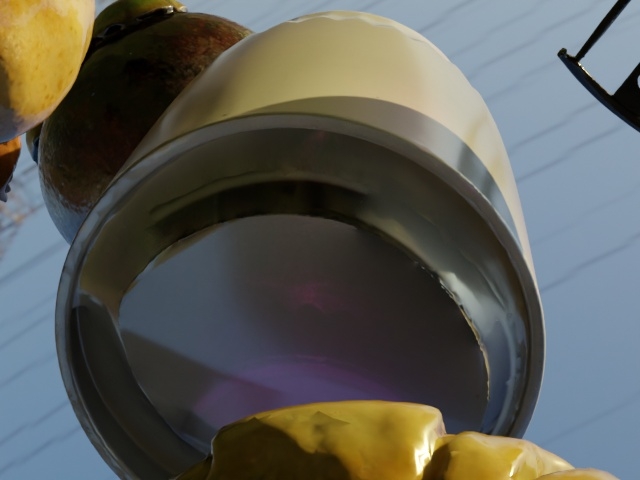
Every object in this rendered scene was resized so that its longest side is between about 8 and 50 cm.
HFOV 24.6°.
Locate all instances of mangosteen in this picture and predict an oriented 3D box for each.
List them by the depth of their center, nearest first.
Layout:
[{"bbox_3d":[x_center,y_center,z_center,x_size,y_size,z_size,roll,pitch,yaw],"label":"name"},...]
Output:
[{"bbox_3d":[-0.163,-0.104,1.476,0.300,0.300,0.300,-25,-157,11],"label":"mangosteen"}]

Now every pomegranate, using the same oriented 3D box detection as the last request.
[{"bbox_3d":[-0.235,-0.143,0.871,0.207,0.207,0.207,-25,-157,11],"label":"pomegranate"}]

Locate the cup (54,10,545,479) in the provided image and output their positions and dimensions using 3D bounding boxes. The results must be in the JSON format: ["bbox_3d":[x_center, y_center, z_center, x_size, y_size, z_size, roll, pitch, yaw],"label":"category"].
[{"bbox_3d":[0.000,0.000,0.899,0.253,0.253,0.371,-24,-163,13],"label":"cup"}]

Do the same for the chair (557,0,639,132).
[{"bbox_3d":[0.349,-0.221,1.277,0.260,0.154,0.141,-51,175,-4],"label":"chair"}]

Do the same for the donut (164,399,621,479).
[{"bbox_3d":[0.025,0.217,0.495,0.360,0.360,0.170,-23,-150,15],"label":"donut"}]
